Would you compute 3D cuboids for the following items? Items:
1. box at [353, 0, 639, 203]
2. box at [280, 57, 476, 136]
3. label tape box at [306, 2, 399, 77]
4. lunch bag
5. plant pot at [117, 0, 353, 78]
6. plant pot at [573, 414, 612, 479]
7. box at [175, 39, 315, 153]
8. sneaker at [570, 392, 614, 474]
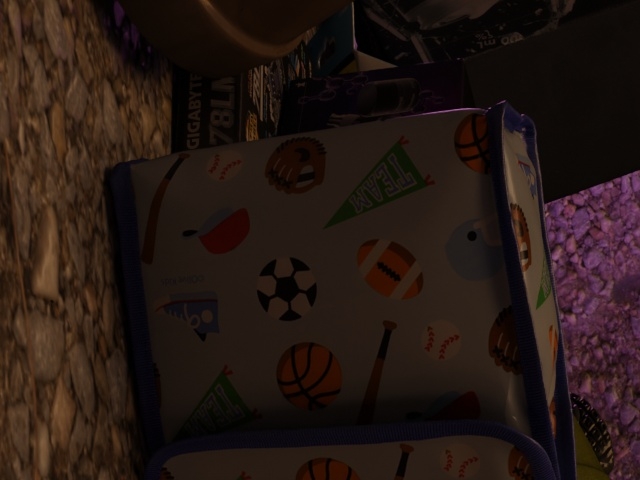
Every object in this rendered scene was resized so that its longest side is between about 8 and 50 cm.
[{"bbox_3d":[0.312,-0.312,2.162,0.471,0.480,0.297,-110,180,-51],"label":"box"},{"bbox_3d":[0.054,-0.049,1.407,0.261,0.184,0.103,-83,159,-45],"label":"box"},{"bbox_3d":[0.071,-0.103,1.805,0.249,0.115,0.347,149,-64,-73],"label":"label tape box"},{"bbox_3d":[0.030,0.105,1.162,0.239,0.328,0.385,-4,87,-74],"label":"lunch bag"},{"bbox_3d":[-0.012,-0.324,1.214,0.323,0.280,0.323,39,44,-51],"label":"plant pot"},{"bbox_3d":[0.094,0.198,1.470,0.366,0.366,0.353,60,12,-60],"label":"plant pot"},{"bbox_3d":[-0.067,-0.134,1.488,0.293,0.073,0.295,59,26,-60],"label":"box"},{"bbox_3d":[0.306,0.274,2.111,0.109,0.286,0.130,-34,131,-26],"label":"sneaker"}]
